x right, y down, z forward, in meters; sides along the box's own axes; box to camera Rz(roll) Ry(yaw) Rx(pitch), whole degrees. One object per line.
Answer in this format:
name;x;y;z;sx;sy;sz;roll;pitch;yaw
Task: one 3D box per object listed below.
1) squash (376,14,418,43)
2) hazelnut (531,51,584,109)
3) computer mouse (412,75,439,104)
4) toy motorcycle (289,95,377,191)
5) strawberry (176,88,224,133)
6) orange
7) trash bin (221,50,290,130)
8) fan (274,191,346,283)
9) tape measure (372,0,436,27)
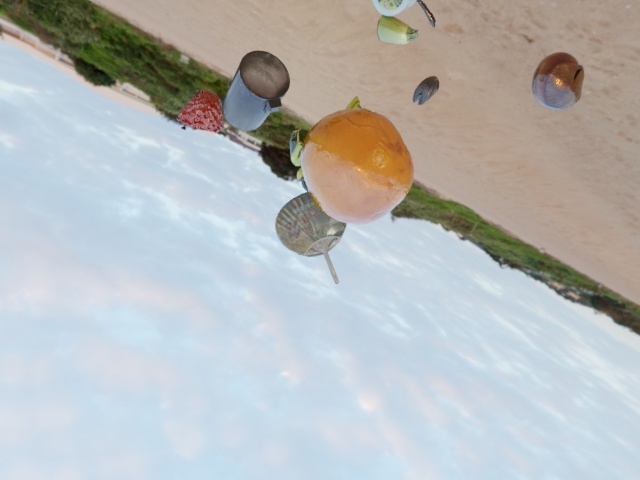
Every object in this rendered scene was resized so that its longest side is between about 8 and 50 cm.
squash;0.379;-1.028;2.078;0.137;0.137;0.287;17;-151;-43
hazelnut;0.853;-0.569;1.517;0.204;0.178;0.178;39;-173;-29
computer mouse;0.431;-0.620;1.713;0.079;0.135;0.047;44;-168;31
toy motorcycle;0.028;-0.334;1.402;0.206;0.342;0.142;46;180;-24
strawberry;-0.555;-0.620;1.958;0.233;0.178;0.234;16;-147;-11
orange;0.075;-0.165;0.941;0.261;0.261;0.261;28;-167;-7
trash bin;-0.271;-0.591;1.694;0.202;0.252;0.301;-24;-179;-29
fan;-0.029;-0.011;1.244;0.223;0.295;0.012;3;-167;-19
tape measure;0.393;-1.147;2.014;0.351;0.215;0.098;50;-134;-24
